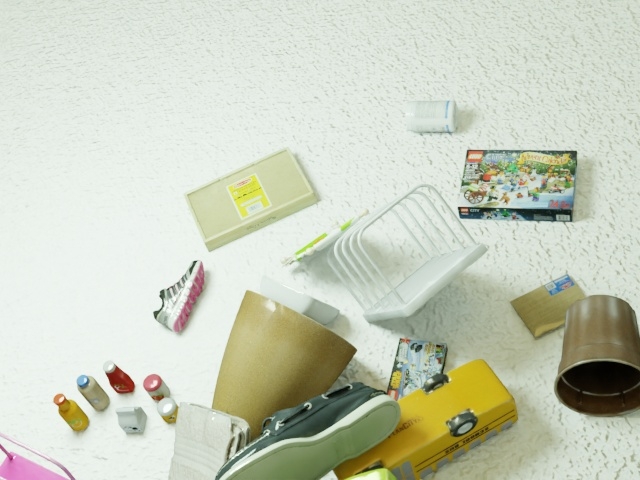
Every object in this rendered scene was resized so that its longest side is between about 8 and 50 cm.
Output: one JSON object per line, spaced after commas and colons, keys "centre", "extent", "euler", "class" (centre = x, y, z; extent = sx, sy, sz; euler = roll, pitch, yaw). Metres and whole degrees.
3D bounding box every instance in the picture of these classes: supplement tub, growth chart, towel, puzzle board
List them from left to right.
{"centre": [-0.202, 0.387, 1.738], "extent": [0.282, 0.049, 0.187], "euler": [-4, 75, 62], "class": "towel"}
{"centre": [0.000, 0.000, 2.028], "extent": [0.172, 0.237, 0.021], "euler": [-36, 95, -14], "class": "growth chart"}
{"centre": [0.250, -0.278, 2.237], "extent": [0.107, 0.071, 0.071], "euler": [3, 55, 17], "class": "supplement tub"}
{"centre": [0.442, 0.126, 1.910], "extent": [0.128, 0.011, 0.096], "euler": [-25, 50, -5], "class": "puzzle board"}

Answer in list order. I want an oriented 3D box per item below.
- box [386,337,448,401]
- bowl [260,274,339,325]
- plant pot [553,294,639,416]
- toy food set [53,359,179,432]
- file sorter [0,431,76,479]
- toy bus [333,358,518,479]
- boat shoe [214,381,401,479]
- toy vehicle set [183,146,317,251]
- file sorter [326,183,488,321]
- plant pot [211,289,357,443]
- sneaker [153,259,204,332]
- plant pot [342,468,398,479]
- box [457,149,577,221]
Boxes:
{"centre": [0.181, 0.252, 1.878], "extent": [0.094, 0.027, 0.137], "euler": [6, 55, 18], "class": "box"}
{"centre": [-0.047, 0.125, 1.980], "extent": [0.142, 0.142, 0.053], "euler": [23, 87, 31], "class": "bowl"}
{"centre": [0.494, 0.194, 1.754], "extent": [0.167, 0.167, 0.165], "euler": [-2, 46, 15], "class": "plant pot"}
{"centre": [-0.395, 0.303, 1.955], "extent": [0.232, 0.104, 0.111], "euler": [-4, 53, 14], "class": "toy food set"}
{"centre": [-0.588, 0.512, 1.789], "extent": [0.202, 0.182, 0.291], "euler": [20, 61, 20], "class": "file sorter"}
{"centre": [0.175, 0.337, 1.748], "extent": [0.332, 0.130, 0.108], "euler": [-29, 52, -7], "class": "toy bus"}
{"centre": [-0.036, 0.322, 1.636], "extent": [0.340, 0.127, 0.113], "euler": [-27, 40, -20], "class": "boat shoe"}
{"centre": [-0.159, -0.095, 2.237], "extent": [0.267, 0.035, 0.166], "euler": [-24, 51, -3], "class": "toy vehicle set"}
{"centre": [0.145, 0.023, 1.875], "extent": [0.193, 0.277, 0.173], "euler": [-37, 92, -14], "class": "file sorter"}
{"centre": [-0.095, 0.257, 1.850], "extent": [0.237, 0.237, 0.254], "euler": [24, 80, 30], "class": "plant pot"}
{"centre": [-0.300, 0.110, 2.103], "extent": [0.075, 0.063, 0.170], "euler": [13, 63, 17], "class": "sneaker"}
{"centre": [0.048, 0.520, 1.592], "extent": [0.207, 0.228, 0.227], "euler": [-14, 51, 15], "class": "plant pot"}
{"centre": [0.411, -0.117, 2.082], "extent": [0.233, 0.044, 0.159], "euler": [2, 54, 17], "class": "box"}
